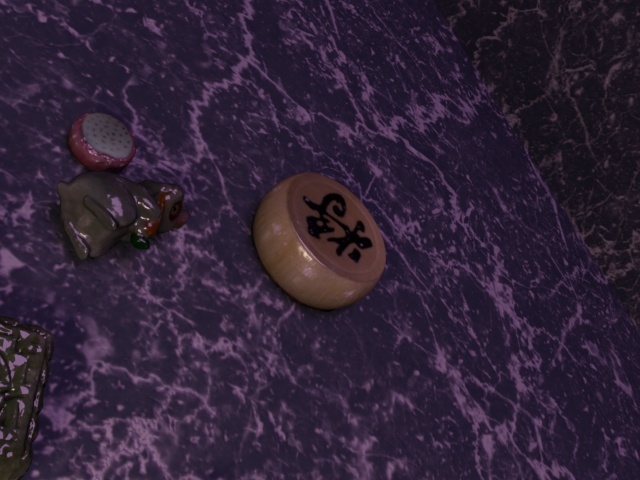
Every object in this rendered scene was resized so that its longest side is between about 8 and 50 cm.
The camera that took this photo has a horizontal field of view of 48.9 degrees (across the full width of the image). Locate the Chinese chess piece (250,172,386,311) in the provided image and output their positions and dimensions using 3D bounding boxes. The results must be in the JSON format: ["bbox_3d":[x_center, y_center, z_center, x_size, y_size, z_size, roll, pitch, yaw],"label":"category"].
[{"bbox_3d":[0.000,0.000,1.266,0.257,0.104,0.257,29,40,-28],"label":"Chinese chess piece"}]

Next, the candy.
[{"bbox_3d":[-0.336,-0.150,1.084,0.103,0.043,0.103,27,44,-30],"label":"candy"}]

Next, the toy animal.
[{"bbox_3d":[-0.263,-0.054,1.023,0.138,0.108,0.236,53,35,3],"label":"toy animal"}]

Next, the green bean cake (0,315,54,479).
[{"bbox_3d":[-0.384,0.159,0.726,0.185,0.094,0.183,22,45,-27],"label":"green bean cake"}]
